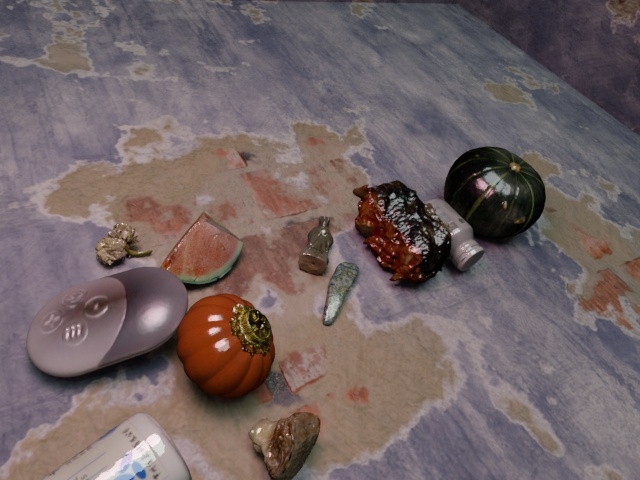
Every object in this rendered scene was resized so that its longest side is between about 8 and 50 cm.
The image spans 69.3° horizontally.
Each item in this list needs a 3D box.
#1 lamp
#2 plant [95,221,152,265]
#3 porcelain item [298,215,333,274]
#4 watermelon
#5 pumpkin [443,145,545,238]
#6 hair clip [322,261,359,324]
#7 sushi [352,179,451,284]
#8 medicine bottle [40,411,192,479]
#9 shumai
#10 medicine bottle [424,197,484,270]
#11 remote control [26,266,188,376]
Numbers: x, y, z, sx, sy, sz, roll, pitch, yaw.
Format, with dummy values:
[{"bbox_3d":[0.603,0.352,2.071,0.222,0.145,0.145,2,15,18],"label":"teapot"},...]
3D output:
[{"bbox_3d":[-0.197,0.219,0.975,0.223,0.196,0.223,43,26,-27],"label":"lamp"},{"bbox_3d":[-0.495,0.020,1.169,0.122,0.104,0.116,36,81,-25],"label":"plant"},{"bbox_3d":[0.000,0.000,1.331,0.081,0.069,0.215,14,41,3],"label":"porcelain item"},{"bbox_3d":[-0.298,0.040,1.189,0.146,0.128,0.231,40,60,-17],"label":"watermelon"},{"bbox_3d":[0.567,-0.158,1.514,0.323,0.241,0.323,7,48,-8],"label":"pumpkin"},{"bbox_3d":[0.051,0.130,1.239,0.066,0.036,0.229,18,46,9],"label":"hair clip"},{"bbox_3d":[0.225,-0.041,1.340,0.182,0.196,0.343,-15,54,-36],"label":"sushi"},{"bbox_3d":[-0.372,0.432,0.746,0.170,0.170,0.293,41,51,21],"label":"medicine bottle"},{"bbox_3d":[-0.078,0.391,0.905,0.116,0.145,0.145,26,46,22],"label":"shumai"},{"bbox_3d":[0.387,-0.014,1.402,0.135,0.135,0.215,-19,56,-30],"label":"medicine bottle"},{"bbox_3d":[-0.448,0.165,0.986,0.332,0.103,0.221,-17,51,-12],"label":"remote control"}]
